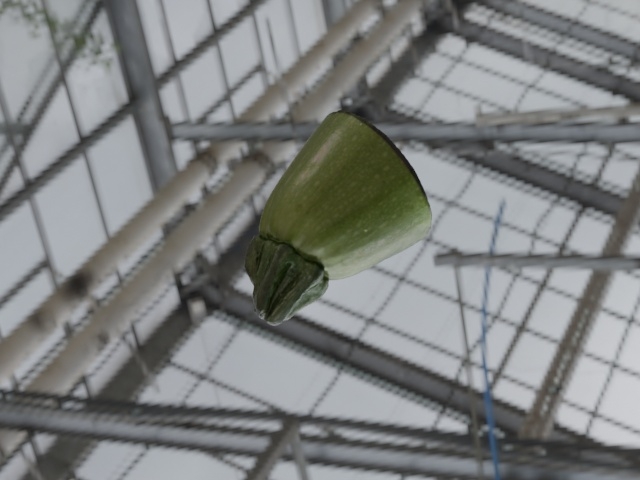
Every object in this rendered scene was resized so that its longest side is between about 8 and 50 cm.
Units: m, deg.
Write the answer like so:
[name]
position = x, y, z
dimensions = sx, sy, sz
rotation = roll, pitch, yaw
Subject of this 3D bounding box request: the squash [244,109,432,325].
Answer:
[squash]
position = -0.007, -0.004, 0.894
dimensions = 0.132, 0.105, 0.105
rotation = -41, -144, -18
